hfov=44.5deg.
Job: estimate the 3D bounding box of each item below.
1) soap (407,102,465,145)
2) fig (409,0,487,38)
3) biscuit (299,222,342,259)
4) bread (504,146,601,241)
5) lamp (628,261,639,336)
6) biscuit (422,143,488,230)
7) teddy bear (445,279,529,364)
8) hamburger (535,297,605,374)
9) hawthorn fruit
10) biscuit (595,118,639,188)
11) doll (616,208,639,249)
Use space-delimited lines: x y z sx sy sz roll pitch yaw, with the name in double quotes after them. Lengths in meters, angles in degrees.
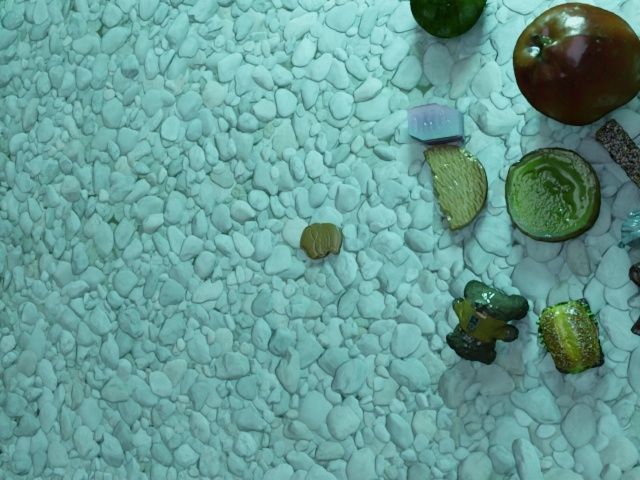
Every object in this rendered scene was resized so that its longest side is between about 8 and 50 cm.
0.289 -0.297 1.994 0.149 0.056 0.100 -4 81 27 "soap"
0.300 -0.614 1.917 0.203 0.235 0.203 -2 84 23 "fig"
0.000 0.000 2.140 0.130 0.019 0.102 -7 81 28 "biscuit"
0.541 -0.108 1.836 0.236 0.070 0.236 -2 86 28 "bread"
0.779 0.114 1.661 0.223 0.151 0.215 152 120 -68 "lamp"
0.347 -0.147 1.962 0.144 0.033 0.224 -25 75 22 "biscuit"
0.383 0.199 1.863 0.177 0.140 0.190 25 106 24 "teddy bear"
0.567 0.222 1.783 0.137 0.087 0.166 -19 77 25 "hamburger"
0.562 -0.400 1.742 0.275 0.299 0.275 -21 61 46 "hawthorn fruit"
0.705 -0.187 1.776 0.064 0.034 0.199 -41 68 20 "biscuit"
0.732 -0.039 1.731 0.180 0.079 0.094 -38 93 6 "doll"
